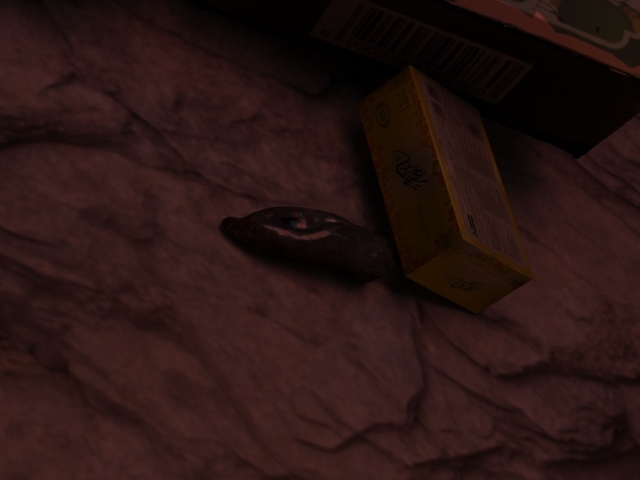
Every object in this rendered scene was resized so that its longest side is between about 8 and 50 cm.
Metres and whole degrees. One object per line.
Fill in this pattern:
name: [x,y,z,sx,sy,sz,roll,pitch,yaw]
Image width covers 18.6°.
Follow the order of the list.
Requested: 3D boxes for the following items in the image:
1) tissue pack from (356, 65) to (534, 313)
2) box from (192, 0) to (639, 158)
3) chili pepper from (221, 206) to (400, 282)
tissue pack: [0.095,-0.039,1.525,0.095,0.062,0.176,27,39,-45]
box: [0.118,-0.325,1.634,0.373,0.138,0.420,21,63,-15]
chili pepper: [0.000,-0.001,1.435,0.153,0.041,0.050,19,2,-30]
